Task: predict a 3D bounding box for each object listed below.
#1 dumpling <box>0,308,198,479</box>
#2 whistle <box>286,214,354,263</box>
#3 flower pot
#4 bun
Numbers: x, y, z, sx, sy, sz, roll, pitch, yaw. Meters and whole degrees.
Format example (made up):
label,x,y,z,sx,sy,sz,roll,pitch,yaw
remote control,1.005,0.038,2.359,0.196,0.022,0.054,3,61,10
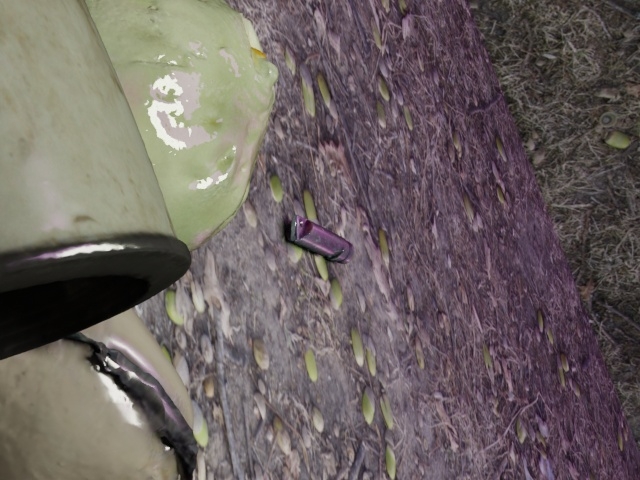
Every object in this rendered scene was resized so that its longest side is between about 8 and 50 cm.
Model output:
label,x,y,z,sx,sy,sz,roll,pitch,yaw
dumpling,-0.179,0.101,1.350,0.293,0.163,0.204,55,29,-21
whistle,0.000,0.000,2.138,0.176,0.033,0.033,26,53,-66
flower pot,-0.258,-0.093,1.057,0.293,0.294,0.330,6,66,-71
bun,-0.129,-0.126,1.619,0.283,0.179,0.283,-11,90,-70
